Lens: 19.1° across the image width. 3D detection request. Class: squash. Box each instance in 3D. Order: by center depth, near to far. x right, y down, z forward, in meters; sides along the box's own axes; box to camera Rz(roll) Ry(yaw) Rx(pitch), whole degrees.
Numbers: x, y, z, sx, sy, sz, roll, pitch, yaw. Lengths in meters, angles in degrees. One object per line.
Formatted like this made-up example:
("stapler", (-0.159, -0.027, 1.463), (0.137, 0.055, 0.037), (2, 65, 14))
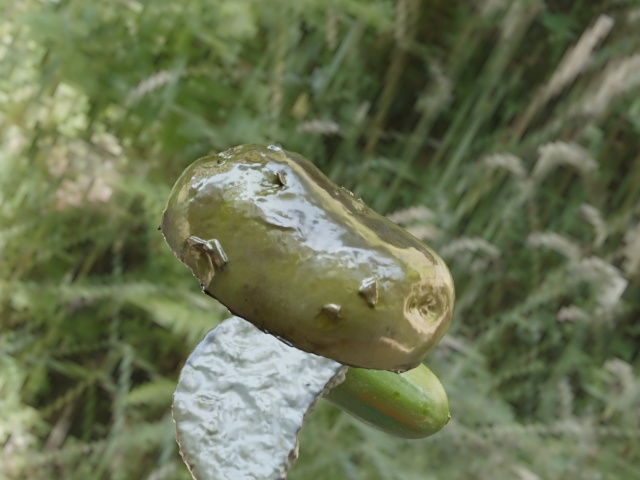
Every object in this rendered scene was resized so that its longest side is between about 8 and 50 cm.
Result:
("squash", (0.053, 0.140, 1.884), (0.188, 0.095, 0.095), (38, 5, -25))

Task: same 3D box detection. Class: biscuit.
("biscuit", (-0.056, 0.130, 1.703), (0.133, 0.250, 0.032), (26, -34, 11))

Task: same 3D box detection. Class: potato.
("potato", (0.000, 0.000, 1.230), (0.200, 0.081, 0.164), (31, 23, 2))
